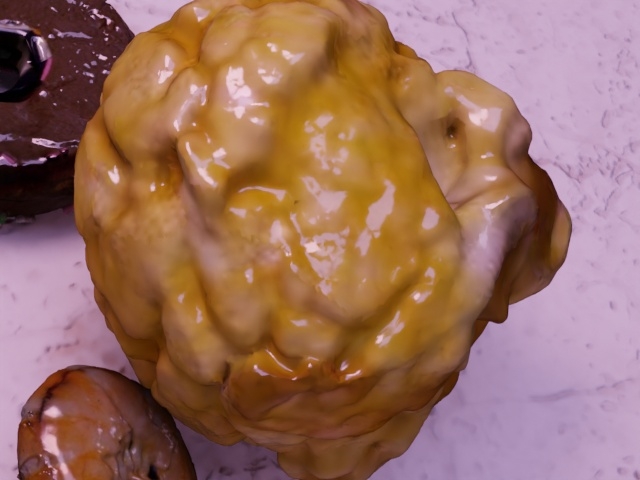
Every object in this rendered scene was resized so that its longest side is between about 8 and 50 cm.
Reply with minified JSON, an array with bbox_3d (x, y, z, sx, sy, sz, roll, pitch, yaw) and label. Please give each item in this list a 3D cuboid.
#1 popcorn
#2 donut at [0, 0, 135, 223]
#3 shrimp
[{"bbox_3d":[-0.018,-0.006,1.239,0.390,0.354,0.344,29,82,-23],"label":"popcorn"},{"bbox_3d":[-0.275,-0.130,1.372,0.269,0.103,0.270,10,52,-13],"label":"donut"},{"bbox_3d":[-0.138,0.226,1.190,0.152,0.063,0.287,-4,70,-47],"label":"shrimp"}]
